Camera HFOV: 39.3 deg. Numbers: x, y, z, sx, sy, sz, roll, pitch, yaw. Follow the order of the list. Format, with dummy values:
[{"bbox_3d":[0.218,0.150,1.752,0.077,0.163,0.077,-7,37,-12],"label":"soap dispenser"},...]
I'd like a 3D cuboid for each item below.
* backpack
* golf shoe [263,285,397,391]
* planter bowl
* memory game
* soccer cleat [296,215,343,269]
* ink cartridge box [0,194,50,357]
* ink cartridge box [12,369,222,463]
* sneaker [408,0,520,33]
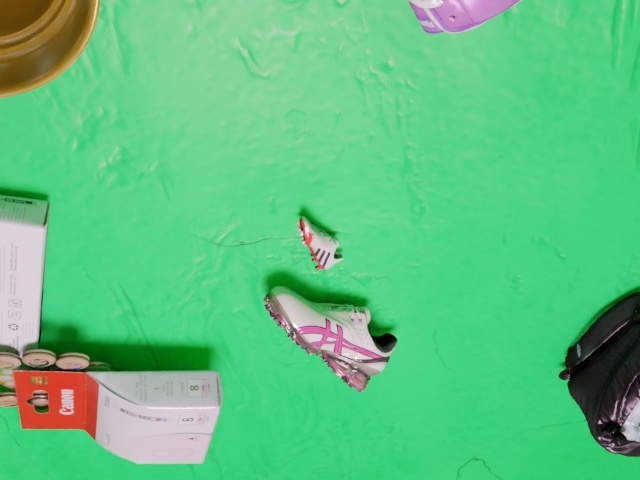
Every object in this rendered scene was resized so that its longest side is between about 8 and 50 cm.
[{"bbox_3d":[0.387,0.150,1.072,0.115,0.152,0.182,12,120,-24],"label":"backpack"},{"bbox_3d":[0.011,0.097,1.031,0.086,0.067,0.186,-48,125,2],"label":"golf shoe"},{"bbox_3d":[-0.270,-0.218,0.666,0.217,0.090,0.217,-3,134,-3],"label":"planter bowl"},{"bbox_3d":[-0.332,0.167,1.057,0.186,0.012,0.186,-5,152,-3],"label":"memory game"},{"bbox_3d":[0.000,0.000,0.953,0.036,0.029,0.083,-22,136,3],"label":"soccer cleat"},{"bbox_3d":[-0.401,0.034,0.928,0.224,0.045,0.223,7,135,-15],"label":"ink cartridge box"},{"bbox_3d":[-0.246,0.218,1.087,0.233,0.066,0.189,-1,148,-16],"label":"ink cartridge box"},{"bbox_3d":[0.047,-0.221,0.693,0.282,0.102,0.161,-5,138,-1],"label":"sneaker"}]
